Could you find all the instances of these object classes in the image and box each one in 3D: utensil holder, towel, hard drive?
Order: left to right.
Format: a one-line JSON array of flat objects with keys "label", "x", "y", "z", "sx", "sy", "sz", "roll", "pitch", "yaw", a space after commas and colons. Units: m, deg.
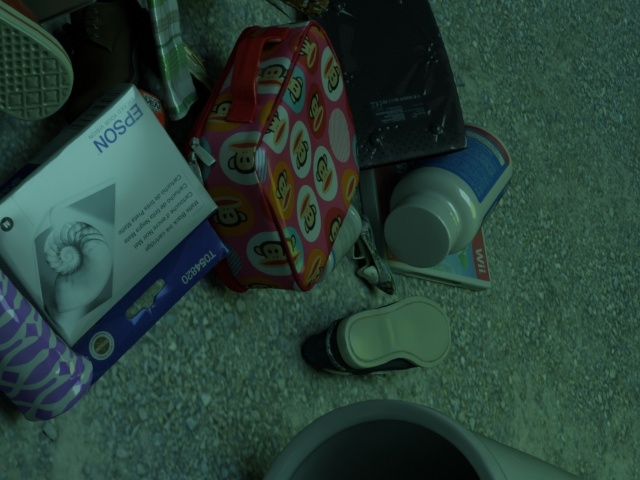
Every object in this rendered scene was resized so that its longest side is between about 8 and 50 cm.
[{"label": "towel", "x": -0.160, "y": -0.213, "z": 1.885, "sx": 0.113, "sy": 0.023, "sz": 0.152, "roll": -82, "pitch": 163, "yaw": -75}, {"label": "hard drive", "x": 0.080, "y": -0.215, "z": 2.257, "sx": 0.172, "sy": 0.054, "sz": 0.255, "roll": -12, "pitch": 75, "yaw": -14}, {"label": "utensil holder", "x": 0.154, "y": 0.370, "z": 1.949, "sx": 0.385, "sy": 0.327, "sz": 0.328, "roll": 25, "pitch": 56, "yaw": -52}]

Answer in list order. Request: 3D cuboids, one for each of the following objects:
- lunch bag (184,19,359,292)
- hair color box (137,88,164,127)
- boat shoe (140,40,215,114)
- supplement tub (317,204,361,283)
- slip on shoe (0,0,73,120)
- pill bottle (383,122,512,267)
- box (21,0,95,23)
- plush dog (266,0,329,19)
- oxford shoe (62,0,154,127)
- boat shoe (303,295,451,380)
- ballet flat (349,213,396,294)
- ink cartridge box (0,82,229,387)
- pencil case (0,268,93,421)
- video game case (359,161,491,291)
[{"label": "lunch bag", "x": -0.052, "y": -0.110, "z": 1.979, "sx": 0.293, "sy": 0.120, "sz": 0.258, "roll": -68, "pitch": 149, "yaw": -46}, {"label": "hair color box", "x": -0.201, "y": -0.081, "z": 1.839, "sx": 0.043, "sy": 0.072, "sz": 0.141, "roll": 22, "pitch": 59, "yaw": -51}, {"label": "boat shoe", "x": -0.152, "y": -0.195, "z": 1.987, "sx": 0.135, "sy": 0.050, "sz": 0.045, "roll": 49, "pitch": 45, "yaw": -33}, {"label": "supplement tub", "x": 0.000, "y": 0.000, "z": 2.112, "sx": 0.071, "sy": 0.071, "sz": 0.107, "roll": 64, "pitch": 34, "yaw": -16}, {"label": "slip on shoe", "x": -0.368, "y": -0.239, "z": 1.641, "sx": 0.331, "sy": 0.123, "sz": 0.101, "roll": 40, "pitch": 13, "yaw": -34}, {"label": "pill bottle", "x": 0.163, "y": -0.057, "z": 2.290, "sx": 0.124, "sy": 0.124, "sz": 0.221, "roll": 63, "pitch": 33, "yaw": -16}, {"label": "box", "x": -0.265, "y": -0.341, "z": 1.807, "sx": 0.149, "sy": 0.126, "sz": 0.232, "roll": 60, "pitch": 35, "yaw": -22}, {"label": "plush dog", "x": -0.036, "y": -0.396, "z": 1.990, "sx": 0.210, "sy": 0.225, "sz": 0.262, "roll": 28, "pitch": 16, "yaw": -12}, {"label": "oxford shoe", "x": -0.240, "y": -0.193, "z": 1.831, "sx": 0.096, "sy": 0.082, "sz": 0.227, "roll": 50, "pitch": 27, "yaw": -29}, {"label": "boat shoe", "x": 0.075, "y": 0.126, "z": 2.163, "sx": 0.254, "sy": 0.079, "sz": 0.095, "roll": -11, "pitch": 88, "yaw": -55}, {"label": "ballet flat", "x": 0.058, "y": 0.023, "z": 2.229, "sx": 0.041, "sy": 0.041, "sz": 0.114, "roll": -39, "pitch": 108, "yaw": -56}, {"label": "ink cartridge box", "x": -0.209, "y": -0.002, "z": 1.734, "sx": 0.223, "sy": 0.045, "sz": 0.224, "roll": -46, "pitch": 118, "yaw": -25}, {"label": "pencil case", "x": -0.292, "y": 0.076, "z": 1.615, "sx": 0.206, "sy": 0.086, "sz": 0.088, "roll": 54, "pitch": 45, "yaw": -29}, {"label": "video game case", "x": 0.142, "y": -0.045, "z": 2.392, "sx": 0.285, "sy": 0.025, "sz": 0.204, "roll": 13, "pitch": 65, "yaw": -55}]
